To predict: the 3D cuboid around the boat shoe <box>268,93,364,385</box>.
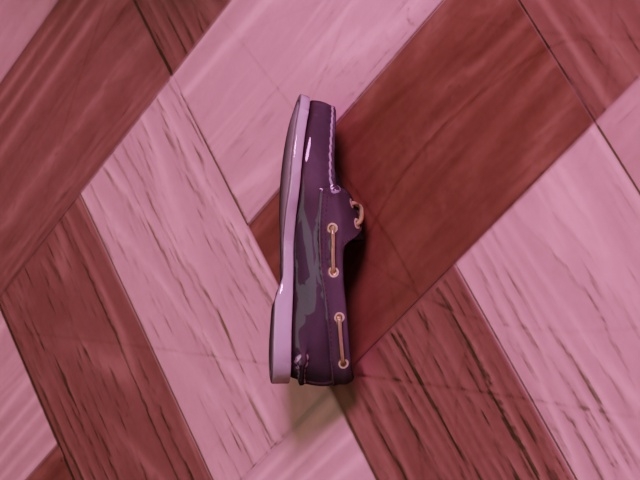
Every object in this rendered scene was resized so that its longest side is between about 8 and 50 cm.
[{"bbox_3d":[0.000,0.000,1.524,0.081,0.068,0.228,157,118,-85],"label":"boat shoe"}]
